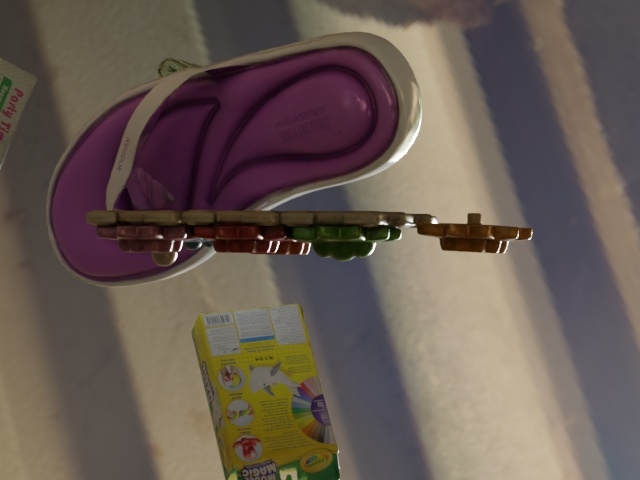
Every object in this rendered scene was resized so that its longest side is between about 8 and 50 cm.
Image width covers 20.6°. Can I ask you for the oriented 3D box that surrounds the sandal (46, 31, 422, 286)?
[{"bbox_3d":[-0.106,-0.074,1.523,0.102,0.416,0.169,-23,-92,-58],"label":"sandal"}]

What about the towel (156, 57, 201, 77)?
[{"bbox_3d":[-0.079,-0.148,1.747,0.110,0.148,0.027,9,-81,-57],"label":"towel"}]

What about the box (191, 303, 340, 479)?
[{"bbox_3d":[-0.050,0.151,1.637,0.105,0.043,0.179,-5,-119,-19],"label":"box"}]

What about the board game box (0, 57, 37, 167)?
[{"bbox_3d":[-0.390,-0.092,1.306,0.303,0.097,0.224,28,-128,-18],"label":"board game box"}]

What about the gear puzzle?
[{"bbox_3d":[0.000,0.000,1.384,0.175,0.338,0.044,1,-91,-73],"label":"gear puzzle"}]
